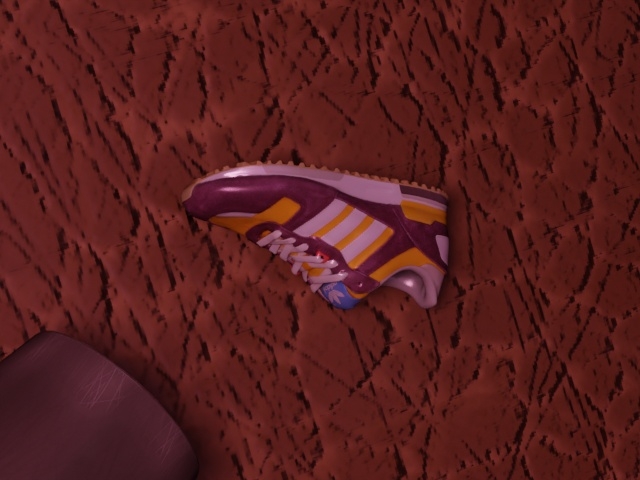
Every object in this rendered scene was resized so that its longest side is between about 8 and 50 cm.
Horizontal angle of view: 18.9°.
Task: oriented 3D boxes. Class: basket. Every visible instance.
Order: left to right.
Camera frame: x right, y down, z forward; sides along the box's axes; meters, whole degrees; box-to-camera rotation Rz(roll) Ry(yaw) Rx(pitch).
[{"bbox_3d":[-0.186,0.175,1.084,0.204,0.154,0.227,38,66,9],"label":"basket"}]

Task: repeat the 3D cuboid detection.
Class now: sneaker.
[{"bbox_3d":[0.000,0.000,1.221,0.185,0.069,0.084,5,78,-22],"label":"sneaker"}]
